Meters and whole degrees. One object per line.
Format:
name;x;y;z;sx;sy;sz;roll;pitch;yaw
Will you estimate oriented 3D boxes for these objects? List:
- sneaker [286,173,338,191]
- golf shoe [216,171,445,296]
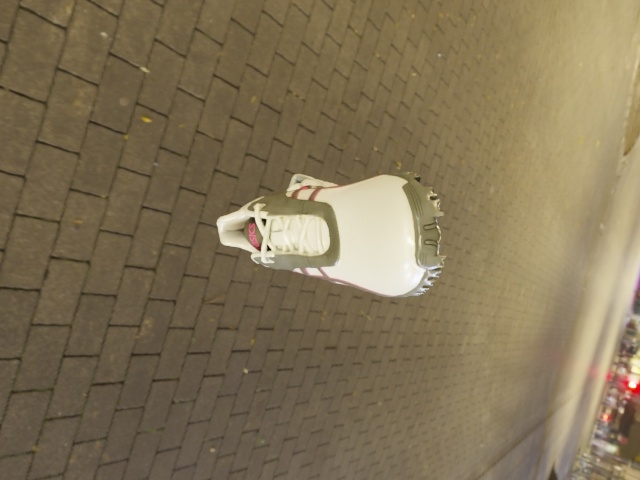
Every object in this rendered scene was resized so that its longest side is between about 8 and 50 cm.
sneaker;-0.007;-0.045;0.950;0.115;0.232;0.090;23;106;-25
golf shoe;0.000;0.000;0.500;0.120;0.272;0.105;-7;95;-26
